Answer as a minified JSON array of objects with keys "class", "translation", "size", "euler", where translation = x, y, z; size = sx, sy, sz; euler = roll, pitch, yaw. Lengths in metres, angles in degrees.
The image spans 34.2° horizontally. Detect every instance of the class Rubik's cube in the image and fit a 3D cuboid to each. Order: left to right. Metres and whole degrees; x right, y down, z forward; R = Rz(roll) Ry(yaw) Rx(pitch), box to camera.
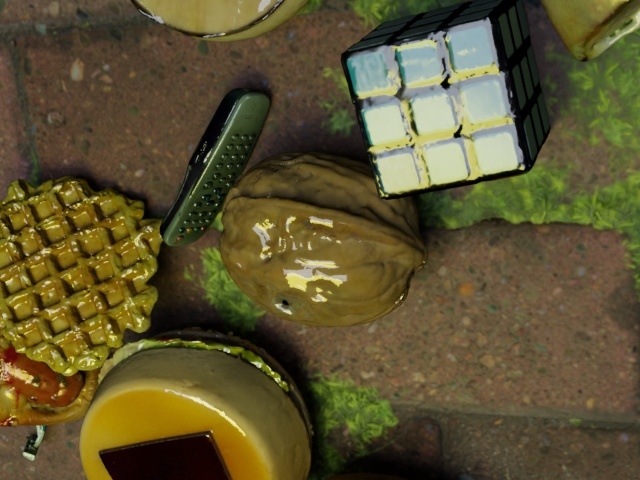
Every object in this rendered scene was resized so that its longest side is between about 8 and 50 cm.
[{"class":"Rubik's cube","translation":[0.133,-0.150,1.064],"size":[0.161,0.163,0.162],"euler":[-10,109,23]}]

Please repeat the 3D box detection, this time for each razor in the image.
[{"class":"razor","translation":[-0.408,0.207,1.460],"size":[0.037,0.068,0.191],"euler":[-6,100,-9]}]

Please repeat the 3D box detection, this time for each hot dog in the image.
[{"class":"hot dog","translation":[-0.419,0.160,1.355],"size":[0.257,0.153,0.150],"euler":[15,94,4]}]

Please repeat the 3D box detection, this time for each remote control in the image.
[{"class":"remote control","translation":[-0.127,-0.085,1.234],"size":[0.042,0.072,0.222],"euler":[42,117,26]}]

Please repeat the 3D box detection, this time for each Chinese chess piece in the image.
[{"class":"Chinese chess piece","translation":[-0.110,-0.342,1.114],"size":[0.257,0.104,0.257],"euler":[7,112,17]}]

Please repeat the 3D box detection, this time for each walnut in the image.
[{"class":"walnut","translation":[0.000,0.000,1.152],"size":[0.245,0.198,0.198],"euler":[9,111,19]}]

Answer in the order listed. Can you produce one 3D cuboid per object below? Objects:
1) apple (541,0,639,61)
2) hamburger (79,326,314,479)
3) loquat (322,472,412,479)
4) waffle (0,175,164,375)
[{"class":"apple","translation":[0.294,-0.318,0.973],"size":[0.265,0.120,0.193],"euler":[-36,83,24]},{"class":"hamburger","translation":[-0.150,0.244,1.300],"size":[0.300,0.176,0.300],"euler":[6,112,14]},{"class":"loquat","translation":[0.067,0.397,1.234],"size":[0.263,0.263,0.263],"euler":[7,111,18]},{"class":"waffle","translation":[-0.310,0.038,1.283],"size":[0.243,0.058,0.237],"euler":[20,74,9]}]
